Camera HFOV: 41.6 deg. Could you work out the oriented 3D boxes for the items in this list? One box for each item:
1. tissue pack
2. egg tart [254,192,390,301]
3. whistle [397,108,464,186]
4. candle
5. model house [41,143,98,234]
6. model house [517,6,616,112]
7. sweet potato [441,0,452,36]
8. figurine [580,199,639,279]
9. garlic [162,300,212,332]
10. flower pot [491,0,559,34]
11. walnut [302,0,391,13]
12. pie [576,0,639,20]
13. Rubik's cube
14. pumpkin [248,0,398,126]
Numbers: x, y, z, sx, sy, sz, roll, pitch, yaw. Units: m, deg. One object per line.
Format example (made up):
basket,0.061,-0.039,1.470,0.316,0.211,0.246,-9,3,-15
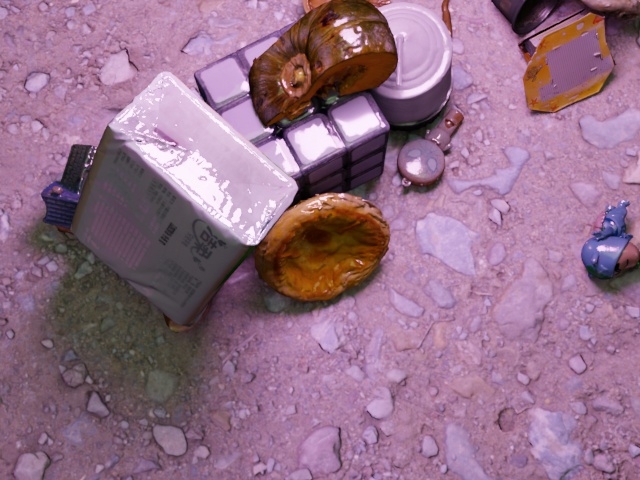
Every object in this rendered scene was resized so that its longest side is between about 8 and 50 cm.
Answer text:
tissue pack,-0.269,-0.062,1.588,0.332,0.405,0.205,39,53,-3
egg tart,0.000,0.000,1.766,0.295,0.295,0.116,-20,45,-2
whistle,0.247,-0.204,1.880,0.107,0.057,0.220,34,76,9
candle,0.175,-0.373,1.780,0.221,0.342,0.221,-1,80,6
model house,-0.502,-0.105,1.827,0.166,0.172,0.183,12,77,6
model house,0.525,-0.418,1.894,0.219,0.207,0.136,-27,41,6
sweet potato,0.294,-0.521,1.966,0.026,0.026,0.115,-3,72,2
figurine,0.637,0.004,1.793,0.144,0.114,0.178,17,70,5
garlic,-0.310,0.100,1.804,0.128,0.115,0.206,-19,74,-34
flower pot,0.460,-0.562,1.910,0.157,0.157,0.107,-40,67,-7
walnut,0.065,-0.540,1.946,0.211,0.087,0.167,16,85,8
pie,0.590,-0.609,1.855,0.339,0.077,0.339,18,49,-23
Rubik's cube,-0.054,-0.241,1.772,0.304,0.305,0.301,-27,77,-3
pumpkin,0.014,-0.336,1.600,0.280,0.190,0.139,-32,75,39
